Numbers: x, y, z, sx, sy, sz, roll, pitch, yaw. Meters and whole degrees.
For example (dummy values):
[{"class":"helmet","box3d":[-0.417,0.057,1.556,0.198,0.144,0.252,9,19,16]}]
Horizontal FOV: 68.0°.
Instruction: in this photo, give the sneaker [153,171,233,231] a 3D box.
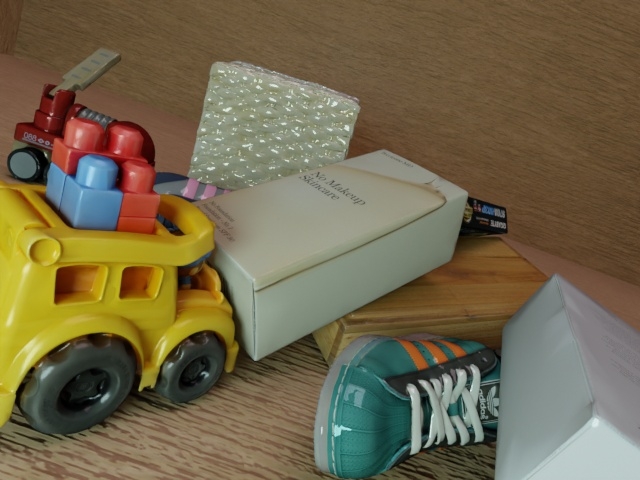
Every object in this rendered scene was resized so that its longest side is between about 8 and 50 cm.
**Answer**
[{"class":"sneaker","box3d":[-0.182,-0.037,0.769,0.131,0.112,0.319,26,16,35]}]

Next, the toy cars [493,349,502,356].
[{"class":"toy cars","box3d":[0.191,0.106,0.820,0.393,0.087,0.176,31,32,25]}]

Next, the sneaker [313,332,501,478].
[{"class":"sneaker","box3d":[0.111,0.142,0.447,0.121,0.108,0.302,-1,-1,33]}]

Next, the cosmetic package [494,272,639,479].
[{"class":"cosmetic package","box3d":[0.315,0.207,0.352,0.377,0.097,0.284,38,21,11]}]

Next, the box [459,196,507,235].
[{"class":"box","box3d":[0.198,-0.034,0.816,0.175,0.051,0.220,-7,-7,39]}]

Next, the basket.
[{"class":"basket","box3d":[-0.105,-0.206,1.065,0.331,0.328,0.266,16,16,-2]}]

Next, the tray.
[{"class":"tray","box3d":[0.167,0.070,0.704,0.410,0.076,0.203,0,33,-26]}]

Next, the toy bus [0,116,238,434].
[{"class":"toy bus","box3d":[-0.160,0.017,0.390,0.149,0.212,0.220,29,15,37]}]

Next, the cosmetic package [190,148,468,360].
[{"class":"cosmetic package","box3d":[0.011,-0.004,0.568,0.309,0.113,0.160,-23,43,-33]}]

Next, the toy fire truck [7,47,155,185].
[{"class":"toy fire truck","box3d":[-0.393,-0.208,0.839,0.217,0.246,0.158,19,14,-5]}]
